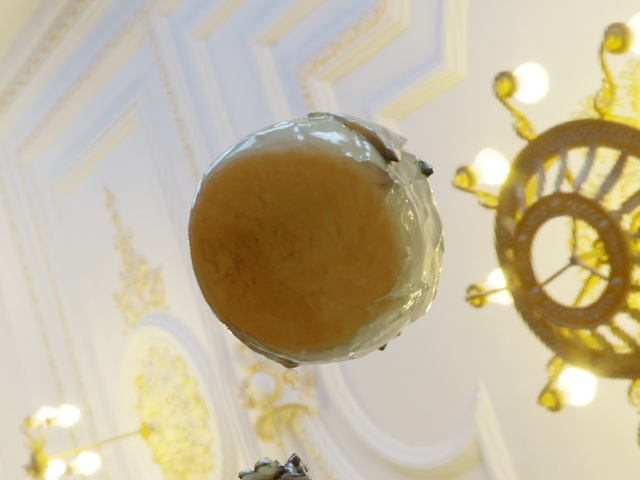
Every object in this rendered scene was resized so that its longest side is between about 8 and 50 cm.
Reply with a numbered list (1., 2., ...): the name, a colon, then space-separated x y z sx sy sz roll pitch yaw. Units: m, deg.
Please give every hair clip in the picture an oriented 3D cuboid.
1. hair clip: -0.095 0.386 1.559 0.116 0.172 0.049 61 1 -42

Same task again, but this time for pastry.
1. pastry: -0.002 0.001 1.004 0.265 0.133 0.264 4 -80 22
